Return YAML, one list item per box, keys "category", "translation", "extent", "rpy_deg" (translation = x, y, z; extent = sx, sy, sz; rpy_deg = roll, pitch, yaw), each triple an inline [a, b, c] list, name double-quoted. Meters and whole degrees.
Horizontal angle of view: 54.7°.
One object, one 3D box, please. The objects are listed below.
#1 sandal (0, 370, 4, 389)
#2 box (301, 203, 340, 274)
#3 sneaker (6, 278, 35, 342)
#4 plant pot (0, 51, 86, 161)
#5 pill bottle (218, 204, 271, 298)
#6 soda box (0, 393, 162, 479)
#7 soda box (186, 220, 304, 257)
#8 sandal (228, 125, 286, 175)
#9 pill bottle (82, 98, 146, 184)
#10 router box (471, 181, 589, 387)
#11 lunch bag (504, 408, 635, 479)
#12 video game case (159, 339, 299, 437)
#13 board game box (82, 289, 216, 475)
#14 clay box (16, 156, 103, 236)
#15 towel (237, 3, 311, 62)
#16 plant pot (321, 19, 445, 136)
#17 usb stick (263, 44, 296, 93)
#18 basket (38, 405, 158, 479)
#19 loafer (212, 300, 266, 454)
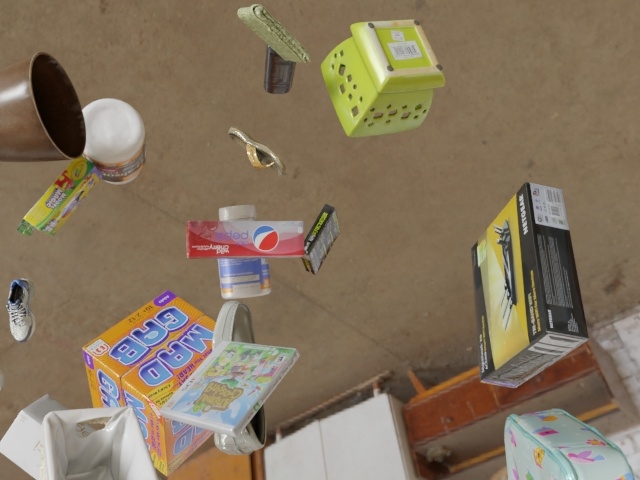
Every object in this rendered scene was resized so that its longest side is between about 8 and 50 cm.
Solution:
- category: "sandal"
  translation: [-0.577, 0.364, 0.866]
  extent: [0.102, 0.416, 0.169]
  rpy_deg: [26, 133, -19]
- category: "box"
  translation: [0.000, 0.000, 2.034]
  extent: [0.045, 0.184, 0.191]
  rpy_deg: [22, 162, 16]
- category: "sneaker"
  translation: [-0.626, 0.143, 1.280]
  extent: [0.052, 0.135, 0.058]
  rpy_deg: [-7, 168, -4]
- category: "plant pot"
  translation: [-0.632, -0.245, 1.245]
  extent: [0.230, 0.215, 0.215]
  rpy_deg: [-12, 138, 4]
- category: "pill bottle"
  translation: [-0.236, 0.033, 1.862]
  extent: [0.152, 0.272, 0.152]
  rpy_deg: [-6, 180, 0]
- category: "soda box"
  translation: [-0.335, 0.316, 0.870]
  extent: [0.216, 0.069, 0.074]
  rpy_deg: [36, 99, 1]
- category: "soda box"
  translation: [-0.173, 0.000, 1.419]
  extent: [0.263, 0.083, 0.092]
  rpy_deg: [-1, 176, -13]
- category: "sandal"
  translation: [-0.146, -0.191, 1.375]
  extent: [0.049, 0.180, 0.072]
  rpy_deg: [-48, 159, -16]
- category: "pill bottle"
  translation: [-0.528, -0.240, 1.585]
  extent: [0.162, 0.162, 0.278]
  rpy_deg: [3, 170, -13]
- category: "router box"
  translation: [0.375, 0.086, 1.155]
  extent: [0.081, 0.309, 0.243]
  rpy_deg: [11, 146, -8]
- category: "lunch bag"
  translation: [0.355, 0.380, 0.888]
  extent: [0.108, 0.224, 0.279]
  rpy_deg: [-5, -179, -1]
- category: "video game case"
  translation: [-0.168, 0.262, 1.135]
  extent: [0.212, 0.193, 0.023]
  rpy_deg: [-2, 125, 42]
- category: "board game box"
  translation: [-0.505, 0.459, 2.043]
  extent: [0.356, 0.356, 0.356]
  rpy_deg: [28, 133, 24]
- category: "clay box"
  translation: [-0.609, -0.092, 1.455]
  extent: [0.053, 0.222, 0.127]
  rpy_deg: [36, 169, -6]
- category: "towel"
  translation: [-0.085, -0.385, 1.160]
  extent: [0.148, 0.110, 0.027]
  rpy_deg: [36, 89, -29]
- category: "plant pot"
  translation: [0.163, -0.414, 1.540]
  extent: [0.228, 0.227, 0.207]
  rpy_deg: [-12, 162, -26]
- category: "usb stick"
  translation: [-0.101, -0.431, 1.546]
  extent: [0.077, 0.045, 0.278]
  rpy_deg: [-1, 174, -7]
- category: "basket"
  translation: [-0.266, 0.289, 0.727]
  extent: [0.113, 0.167, 0.103]
  rpy_deg: [5, 113, -31]
- category: "loafer"
  translation: [-0.157, 0.277, 1.287]
  extent: [0.111, 0.319, 0.112]
  rpy_deg: [-17, 158, 29]
